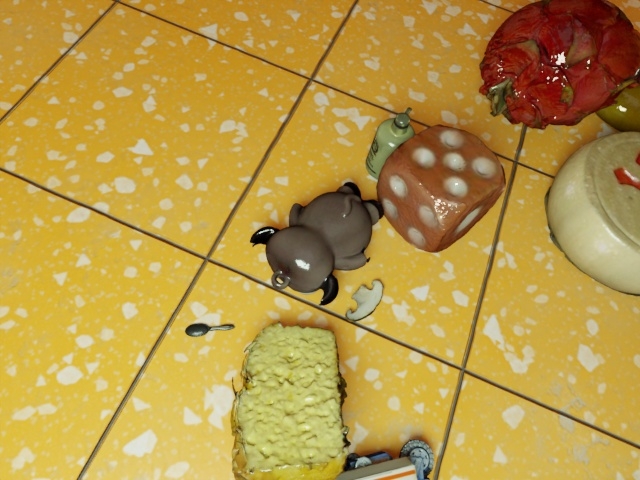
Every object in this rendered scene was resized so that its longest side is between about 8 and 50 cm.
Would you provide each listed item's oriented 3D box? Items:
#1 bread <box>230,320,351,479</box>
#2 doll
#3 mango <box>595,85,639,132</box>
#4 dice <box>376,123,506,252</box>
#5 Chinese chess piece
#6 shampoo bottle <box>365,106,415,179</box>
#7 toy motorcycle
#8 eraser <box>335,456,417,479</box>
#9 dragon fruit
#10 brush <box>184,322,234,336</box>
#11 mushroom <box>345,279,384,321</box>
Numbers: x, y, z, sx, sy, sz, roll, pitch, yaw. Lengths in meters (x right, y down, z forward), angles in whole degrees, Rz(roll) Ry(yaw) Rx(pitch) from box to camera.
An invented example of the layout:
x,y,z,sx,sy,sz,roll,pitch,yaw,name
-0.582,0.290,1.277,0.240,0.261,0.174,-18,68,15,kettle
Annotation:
x,y,z,sx,sy,sz,roll,pitch,yaw,name
-0.045,0.253,0.704,0.160,0.147,0.261,-2,30,-6,bread
0.001,-0.002,0.862,0.182,0.117,0.257,37,64,12,doll
0.755,-0.304,1.140,0.227,0.099,0.136,23,56,-6,mango
0.220,-0.096,0.915,0.175,0.174,0.179,-36,69,-21,dice
0.632,-0.056,0.969,0.337,0.140,0.338,3,64,-6,Chinese chess piece
0.142,-0.189,0.951,0.079,0.162,0.079,3,64,-6,shampoo bottle
0.083,0.373,0.716,0.204,0.076,0.114,-11,73,-13,toy motorcycle
0.070,0.431,0.654,0.157,0.038,0.231,-9,88,-11,eraser
0.513,-0.382,1.042,0.342,0.277,0.278,-22,68,1,dragon fruit
-0.188,0.150,0.819,0.083,0.008,0.024,-3,61,-9,brush
0.081,0.110,0.873,0.049,0.019,0.101,41,63,11,mushroom
